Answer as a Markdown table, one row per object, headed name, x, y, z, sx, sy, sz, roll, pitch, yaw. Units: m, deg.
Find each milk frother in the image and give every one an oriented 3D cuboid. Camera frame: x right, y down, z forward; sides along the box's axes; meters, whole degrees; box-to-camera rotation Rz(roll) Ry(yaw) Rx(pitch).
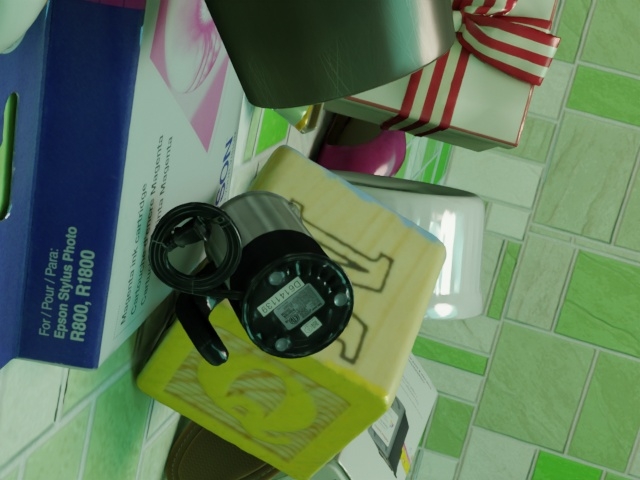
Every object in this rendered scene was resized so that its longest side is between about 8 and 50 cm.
| name | x | y | z | sx | sy | sz | roll | pitch | yaw |
| --- | --- | --- | --- | --- | --- | --- | --- | --- | --- |
| milk frother | -0.062 | 0.006 | 0.886 | 0.135 | 0.129 | 0.143 | -129 | -161 | -62 |

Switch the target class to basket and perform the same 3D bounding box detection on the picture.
| name | x | y | z | sx | sy | sz | roll | pitch | yaw |
| --- | --- | --- | --- | --- | --- | --- | --- | --- | --- |
| basket | -0.016 | -0.200 | 0.655 | 0.154 | 0.204 | 0.227 | -31 | 115 | -31 |

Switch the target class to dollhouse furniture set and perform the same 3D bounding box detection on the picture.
| name | x | y | z | sx | sy | sz | roll | pitch | yaw |
| --- | --- | --- | --- | --- | --- | --- | --- | --- | --- |
| dollhouse furniture set | -0.008 | -0.188 | 1.213 | 0.058 | 0.076 | 0.151 | -24 | -141 | 42 |

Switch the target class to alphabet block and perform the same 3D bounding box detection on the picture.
| name | x | y | z | sx | sy | sz | roll | pitch | yaw |
| --- | --- | --- | --- | --- | --- | --- | --- | --- | --- |
| alphabet block | -0.025 | 0.070 | 1.101 | 0.192 | 0.193 | 0.197 | -53 | -171 | 48 |

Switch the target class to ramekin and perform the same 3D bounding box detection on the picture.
| name | x | y | z | sx | sy | sz | roll | pitch | yaw |
| --- | --- | --- | --- | --- | --- | --- | --- | --- | --- |
| ramekin | 0.059 | -0.003 | 1.373 | 0.277 | 0.277 | 0.135 | -22 | 120 | -77 |

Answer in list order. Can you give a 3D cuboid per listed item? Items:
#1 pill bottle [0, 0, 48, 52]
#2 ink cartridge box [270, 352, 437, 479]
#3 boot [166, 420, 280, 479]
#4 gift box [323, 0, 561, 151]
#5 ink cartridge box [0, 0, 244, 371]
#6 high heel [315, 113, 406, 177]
| name | x | y | z | sx | sy | sz | roll | pitch | yaw |
| --- | --- | --- | --- | --- | --- | --- | --- | --- | --- |
| pill bottle | -0.116 | -0.211 | 0.425 | 0.162 | 0.162 | 0.278 | 89 | 21 | -59 |
| ink cartridge box | 0.007 | 0.277 | 1.592 | 0.131 | 0.226 | 0.306 | 56 | 31 | -16 |
| boot | -0.047 | 0.203 | 1.385 | 0.283 | 0.109 | 0.220 | -45 | 170 | -9 |
| gift box | 0.128 | -0.258 | 1.369 | 0.258 | 0.255 | 0.276 | -136 | -124 | -86 |
| ink cartridge box | -0.128 | -0.086 | 0.816 | 0.330 | 0.071 | 0.324 | -56 | 160 | -62 |
| high heel | 0.052 | -0.208 | 1.564 | 0.181 | 0.127 | 0.377 | 55 | 51 | -40 |
